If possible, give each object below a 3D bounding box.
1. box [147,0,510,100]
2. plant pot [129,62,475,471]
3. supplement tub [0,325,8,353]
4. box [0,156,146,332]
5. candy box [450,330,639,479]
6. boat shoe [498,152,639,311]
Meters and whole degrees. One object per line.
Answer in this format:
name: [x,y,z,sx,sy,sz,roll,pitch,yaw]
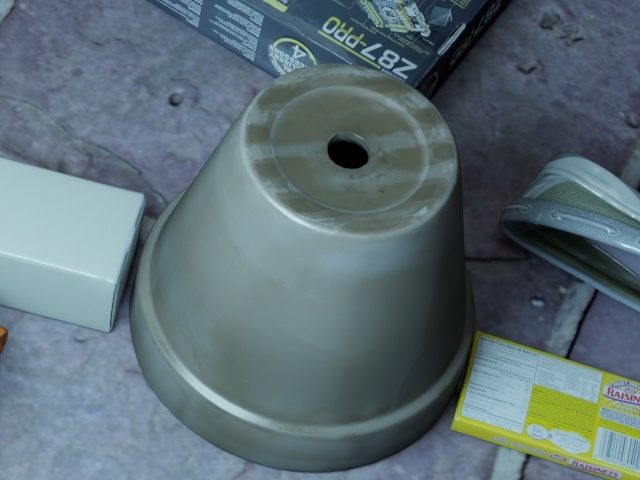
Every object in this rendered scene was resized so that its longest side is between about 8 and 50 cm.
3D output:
box: [-0.001,-0.318,2.041,0.395,0.097,0.318,31,53,10]
plant pot: [0.000,0.000,1.702,0.323,0.280,0.323,5,54,-7]
supplement tub: [-0.377,0.069,1.666,0.190,0.117,0.117,31,55,2]
box: [-0.308,-0.012,1.759,0.275,0.094,0.113,16,54,-1]
candy box: [0.231,0.161,1.790,0.205,0.027,0.105,18,51,1]
boat shoe: [0.323,0.037,1.849,0.320,0.118,0.103,38,62,20]
